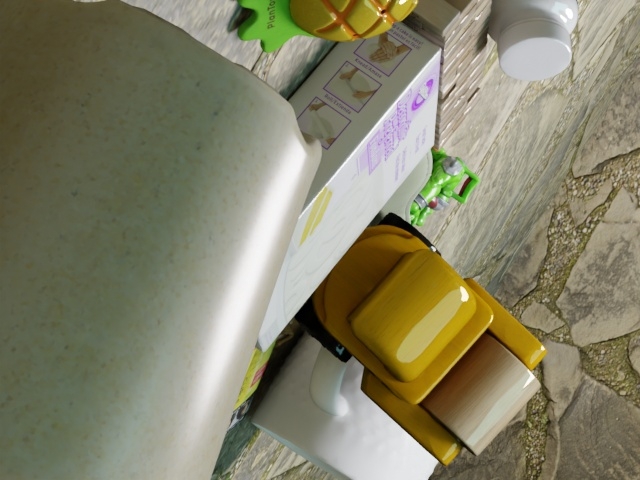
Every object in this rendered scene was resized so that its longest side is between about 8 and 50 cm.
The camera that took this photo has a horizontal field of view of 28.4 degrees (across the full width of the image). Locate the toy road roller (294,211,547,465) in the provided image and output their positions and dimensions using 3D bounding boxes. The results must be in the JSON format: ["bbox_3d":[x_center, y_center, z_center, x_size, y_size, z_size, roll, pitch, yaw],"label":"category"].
[{"bbox_3d":[0.135,0.125,1.597,0.202,0.329,0.240,-47,-176,-5],"label":"toy road roller"}]

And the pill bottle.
[{"bbox_3d":[0.239,-0.279,1.447,0.108,0.108,0.180,99,-7,-60],"label":"pill bottle"}]

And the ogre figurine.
[{"bbox_3d":[0.167,-0.077,1.871,0.118,0.097,0.197,-45,156,10],"label":"ogre figurine"}]

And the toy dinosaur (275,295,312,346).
[{"bbox_3d":[-0.020,0.084,1.711,0.211,0.064,0.112,-49,163,-20],"label":"toy dinosaur"}]

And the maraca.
[{"bbox_3d":[0.014,-0.218,1.078,0.186,0.099,0.127,-22,146,-16],"label":"maraca"}]

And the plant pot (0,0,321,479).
[{"bbox_3d":[-0.160,0.030,0.731,0.305,0.334,0.334,-64,167,-9],"label":"plant pot"}]

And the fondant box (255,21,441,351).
[{"bbox_3d":[-0.005,-0.060,1.370,0.330,0.096,0.238,-52,165,-15],"label":"fondant box"}]

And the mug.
[{"bbox_3d":[0.081,0.187,1.881,0.328,0.276,0.374,-59,155,-11],"label":"mug"}]

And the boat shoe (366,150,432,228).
[{"bbox_3d":[0.091,-0.076,1.698,0.081,0.068,0.227,-10,145,-17],"label":"boat shoe"}]

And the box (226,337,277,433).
[{"bbox_3d":[-0.111,0.161,1.607,0.087,0.058,0.232,-39,158,-44],"label":"box"}]

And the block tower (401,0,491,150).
[{"bbox_3d":[0.129,-0.216,1.445,0.097,0.091,0.335,-52,166,-11],"label":"block tower"}]
